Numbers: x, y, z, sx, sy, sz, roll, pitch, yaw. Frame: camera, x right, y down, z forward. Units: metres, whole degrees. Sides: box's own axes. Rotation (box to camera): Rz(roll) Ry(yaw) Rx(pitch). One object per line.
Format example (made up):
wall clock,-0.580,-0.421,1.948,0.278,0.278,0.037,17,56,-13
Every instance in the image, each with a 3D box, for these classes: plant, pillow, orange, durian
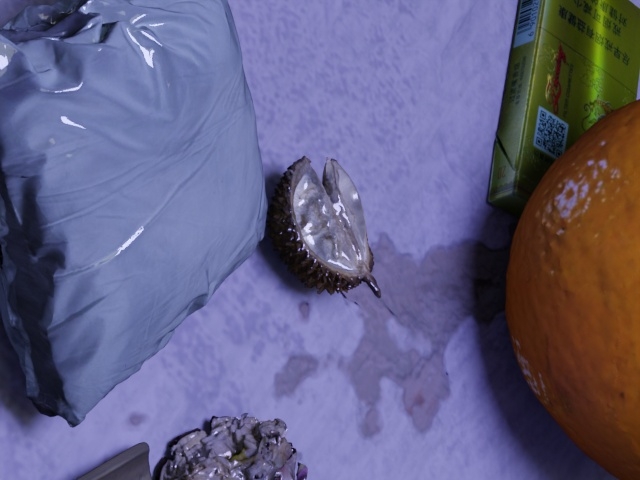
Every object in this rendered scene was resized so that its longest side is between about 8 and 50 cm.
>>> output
plant,-0.067,0.202,1.065,0.116,0.104,0.122,-22,128,-7
pillow,-0.141,-0.064,0.978,0.283,0.138,0.310,-43,134,-46
orange,0.385,0.061,1.235,0.424,0.424,0.326,46,16,-22
durian,0.001,0.000,1.153,0.110,0.071,0.140,-29,85,-45

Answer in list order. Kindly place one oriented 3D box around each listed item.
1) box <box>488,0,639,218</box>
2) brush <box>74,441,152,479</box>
box,0.273,-0.151,1.432,0.173,0.043,0.311,26,64,-33
brush,-0.221,0.220,0.930,0.282,0.048,0.054,-26,115,-50
